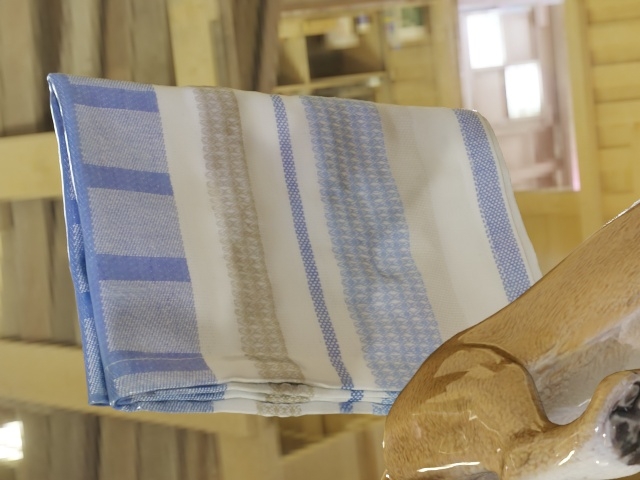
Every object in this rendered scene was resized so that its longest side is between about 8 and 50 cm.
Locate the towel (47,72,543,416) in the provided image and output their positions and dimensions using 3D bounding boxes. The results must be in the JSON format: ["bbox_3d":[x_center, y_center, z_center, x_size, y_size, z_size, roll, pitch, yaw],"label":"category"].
[{"bbox_3d":[0.000,0.000,0.728,0.285,0.209,0.034,3,148,-27],"label":"towel"}]

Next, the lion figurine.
[{"bbox_3d":[0.136,0.041,0.544,0.392,0.142,0.240,-26,-165,-14],"label":"lion figurine"}]
